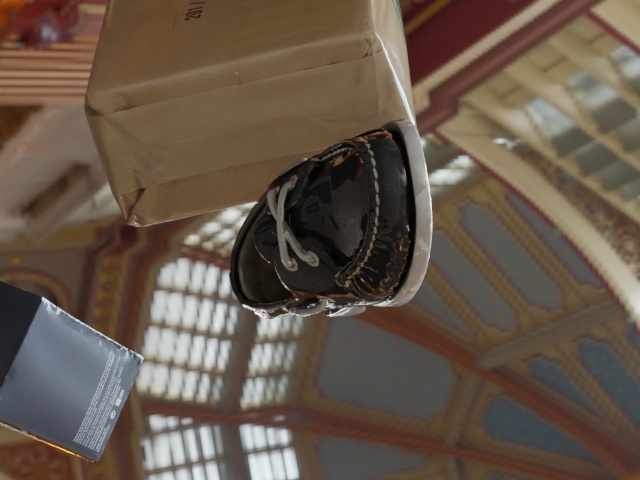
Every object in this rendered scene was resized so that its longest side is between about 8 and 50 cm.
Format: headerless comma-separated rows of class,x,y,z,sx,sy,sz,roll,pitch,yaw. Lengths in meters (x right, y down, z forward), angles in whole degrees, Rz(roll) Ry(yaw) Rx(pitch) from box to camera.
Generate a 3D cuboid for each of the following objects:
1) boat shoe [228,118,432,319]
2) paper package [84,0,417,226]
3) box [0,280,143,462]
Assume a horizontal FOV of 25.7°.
boat shoe,0.000,0.000,0.936,0.302,0.091,0.114,122,-37,-69
paper package,-0.067,-0.193,1.474,0.325,0.310,0.168,-92,168,-54
box,-0.492,0.157,2.033,0.343,0.312,0.179,17,-104,26
